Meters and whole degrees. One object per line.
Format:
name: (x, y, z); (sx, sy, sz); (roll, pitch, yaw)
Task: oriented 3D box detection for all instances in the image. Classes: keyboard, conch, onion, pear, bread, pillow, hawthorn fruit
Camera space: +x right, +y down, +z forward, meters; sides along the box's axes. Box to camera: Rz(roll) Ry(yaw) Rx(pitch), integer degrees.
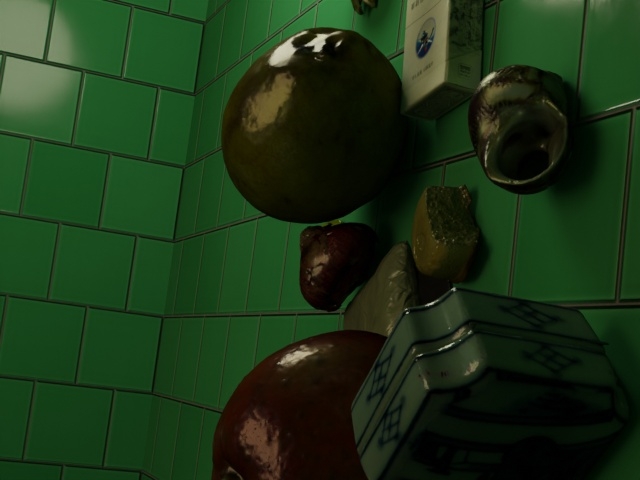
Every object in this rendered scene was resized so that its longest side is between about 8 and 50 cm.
keyboard: (0.188, 0.070, 1.751); (0.074, 0.015, 0.197); (-36, 46, 41)
conch: (0.285, -0.153, 1.470); (0.187, 0.124, 0.182); (22, 92, 45)
onion: (0.021, 0.034, 1.978); (0.147, 0.184, 0.184); (42, 132, 15)
pear: (-0.005, -0.200, 1.944); (0.413, 0.351, 0.352); (113, 158, -60)
bread: (0.193, -0.003, 1.683); (0.125, 0.086, 0.156); (114, 157, -46)
pillow: (0.098, 0.178, 1.857); (0.274, 0.076, 0.281); (127, 147, -52)
hawthorn fruit: (0.010, 0.338, 1.559); (0.403, 0.402, 0.403); (-170, 90, -69)

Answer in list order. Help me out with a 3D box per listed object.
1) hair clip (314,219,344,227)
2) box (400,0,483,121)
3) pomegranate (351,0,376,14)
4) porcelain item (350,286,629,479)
hair clip: (0.000, 0.000, 2.251); (0.188, 0.033, 0.060); (141, 134, -60)
box: (0.207, -0.350, 1.821); (0.164, 0.069, 0.257); (151, 126, -64)
pomegranate: (0.042, -0.596, 2.229); (0.211, 0.263, 0.211); (-31, 14, 8)
porcelain item: (0.200, 0.208, 1.290); (0.157, 0.281, 0.286); (-103, 32, -50)
